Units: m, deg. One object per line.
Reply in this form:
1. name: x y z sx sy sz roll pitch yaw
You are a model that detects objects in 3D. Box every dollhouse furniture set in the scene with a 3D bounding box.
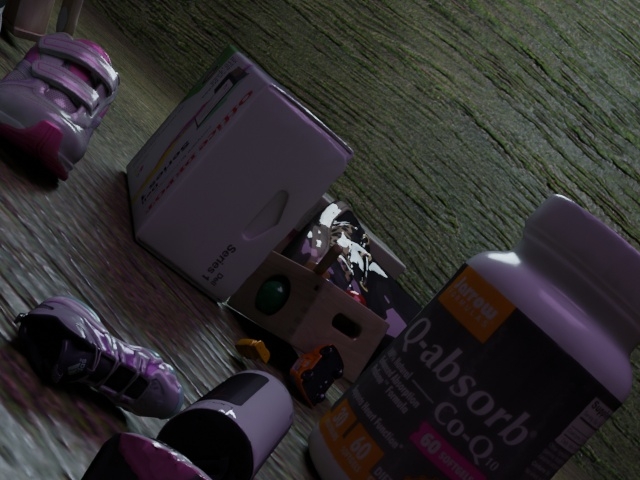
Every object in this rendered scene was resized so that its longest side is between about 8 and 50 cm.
1. dollhouse furniture set: -0.509 -0.386 1.162 0.356 0.173 0.303 8 19 -39

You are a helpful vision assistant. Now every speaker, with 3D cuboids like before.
1. speaker: -0.052 0.112 0.532 0.055 0.055 0.136 42 5 5

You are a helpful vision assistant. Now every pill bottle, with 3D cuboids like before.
1. pill bottle: 0.135 0.109 0.707 0.162 0.278 0.162 41 4 -4

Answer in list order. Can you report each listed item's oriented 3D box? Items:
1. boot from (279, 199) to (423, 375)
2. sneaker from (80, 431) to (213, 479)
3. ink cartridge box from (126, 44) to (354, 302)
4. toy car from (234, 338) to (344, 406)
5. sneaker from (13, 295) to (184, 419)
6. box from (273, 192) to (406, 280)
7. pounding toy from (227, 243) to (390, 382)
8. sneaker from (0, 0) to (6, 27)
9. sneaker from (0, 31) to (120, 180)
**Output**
1. boot: 0.073 0.090 1.206 0.284 0.138 0.377 41 9 0
2. sneaker: -0.033 0.152 0.363 0.178 0.072 0.077 50 -7 0
3. ink cartridge box: -0.101 -0.085 0.987 0.117 0.201 0.278 39 6 -23
4. toy car: -0.028 0.102 0.824 0.040 0.060 0.122 3 -32 42
5. sneaker: -0.122 0.069 0.488 0.098 0.038 0.069 33 6 3
6. box: 0.000 0.000 1.481 0.232 0.127 0.148 40 5 -22
7. pounding toy: -0.008 0.058 0.906 0.130 0.100 0.141 25 -9 47
8. sneaker: -0.379 -0.293 0.992 0.122 0.146 0.330 39 4 -20
9. sneaker: -0.248 -0.140 0.855 0.103 0.111 0.252 40 6 -26
